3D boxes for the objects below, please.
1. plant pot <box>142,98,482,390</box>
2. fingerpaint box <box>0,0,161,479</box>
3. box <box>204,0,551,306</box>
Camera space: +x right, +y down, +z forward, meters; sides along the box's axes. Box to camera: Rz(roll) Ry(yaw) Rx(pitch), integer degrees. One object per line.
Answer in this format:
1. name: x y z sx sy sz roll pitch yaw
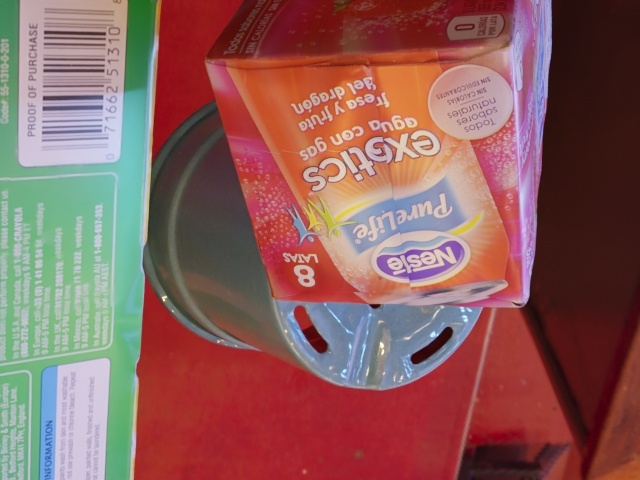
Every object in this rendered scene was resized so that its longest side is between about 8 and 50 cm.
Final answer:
1. plant pot: 0.000 0.000 1.081 0.341 0.334 0.341 -4 100 -24
2. fingerpaint box: -0.270 -0.011 0.682 0.163 0.371 0.445 -6 114 -33
3. box: 0.049 -0.096 0.478 0.122 0.257 0.128 0 128 16
